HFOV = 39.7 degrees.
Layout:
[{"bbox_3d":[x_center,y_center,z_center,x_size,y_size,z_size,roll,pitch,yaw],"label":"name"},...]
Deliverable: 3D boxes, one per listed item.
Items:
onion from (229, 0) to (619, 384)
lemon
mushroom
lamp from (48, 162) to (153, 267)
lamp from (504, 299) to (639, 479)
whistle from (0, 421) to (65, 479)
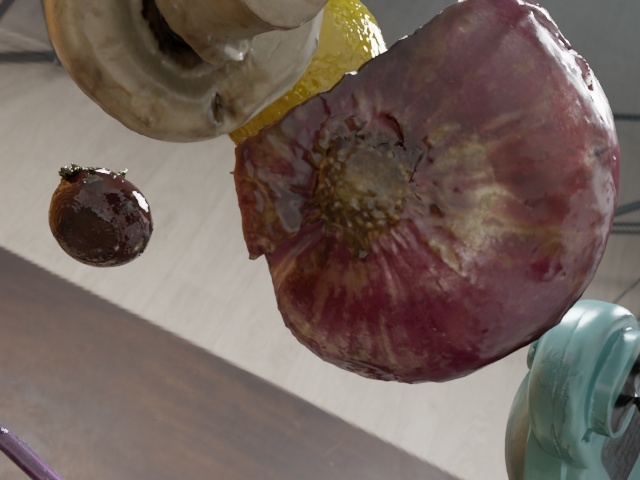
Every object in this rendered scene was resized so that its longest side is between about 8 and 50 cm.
[{"bbox_3d":[0.084,-0.027,0.617,0.272,0.256,0.231,-24,87,-46],"label":"onion"},{"bbox_3d":[-0.032,-0.237,1.269,0.293,0.293,0.293,12,46,-13],"label":"lemon"},{"bbox_3d":[-0.114,-0.232,0.863,0.292,0.293,0.290,-4,14,-26],"label":"mushroom"},{"bbox_3d":[-0.324,-0.039,1.331,0.156,0.157,0.135,22,29,-2],"label":"lamp"},{"bbox_3d":[0.254,0.172,0.829,0.147,0.284,0.209,22,60,23],"label":"lamp"},{"bbox_3d":[-0.436,0.336,1.334,0.176,0.033,0.033,37,46,14],"label":"whistle"}]
